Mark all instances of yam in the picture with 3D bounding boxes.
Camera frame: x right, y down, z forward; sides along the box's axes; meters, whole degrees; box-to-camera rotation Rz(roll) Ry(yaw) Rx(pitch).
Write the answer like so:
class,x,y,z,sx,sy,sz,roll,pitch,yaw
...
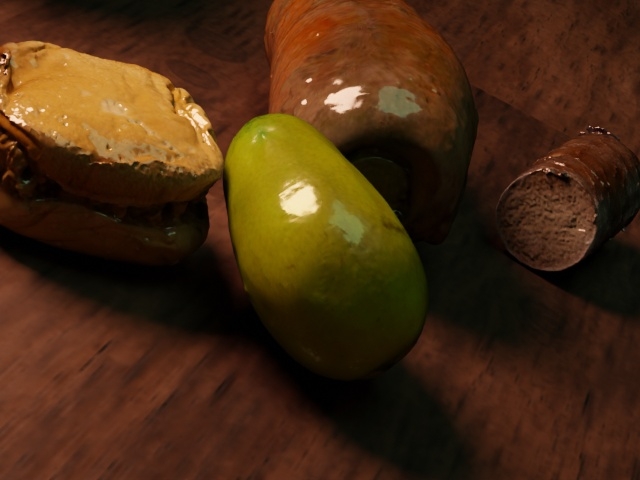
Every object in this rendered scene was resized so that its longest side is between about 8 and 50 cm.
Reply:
class,x,y,z,sx,sy,sz,roll,pitch,yaw
yam,0.176,-0.029,1.315,0.079,0.079,0.141,33,24,15

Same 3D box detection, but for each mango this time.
class,x,y,z,sx,sy,sz,roll,pitch,yaw
mango,0.004,0.005,0.997,0.117,0.089,0.163,51,12,-35

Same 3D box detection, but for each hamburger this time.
class,x,y,z,sx,sy,sz,roll,pitch,yaw
hamburger,-0.123,-0.048,1.011,0.147,0.083,0.138,14,28,-25

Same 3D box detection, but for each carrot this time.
class,x,y,z,sx,sy,sz,roll,pitch,yaw
carrot,0.024,-0.098,1.228,0.138,0.139,0.302,19,21,-18
